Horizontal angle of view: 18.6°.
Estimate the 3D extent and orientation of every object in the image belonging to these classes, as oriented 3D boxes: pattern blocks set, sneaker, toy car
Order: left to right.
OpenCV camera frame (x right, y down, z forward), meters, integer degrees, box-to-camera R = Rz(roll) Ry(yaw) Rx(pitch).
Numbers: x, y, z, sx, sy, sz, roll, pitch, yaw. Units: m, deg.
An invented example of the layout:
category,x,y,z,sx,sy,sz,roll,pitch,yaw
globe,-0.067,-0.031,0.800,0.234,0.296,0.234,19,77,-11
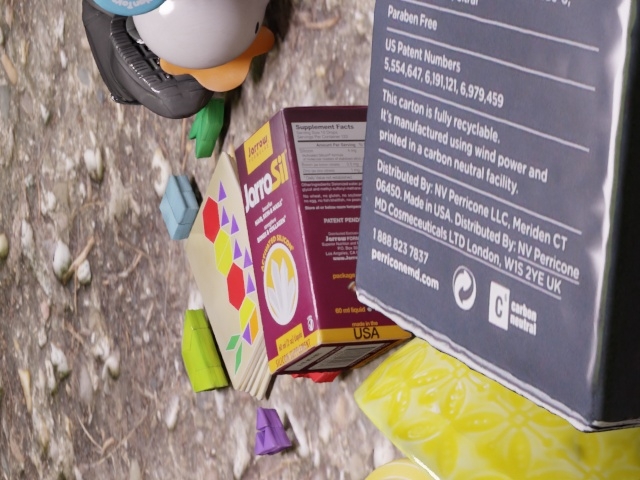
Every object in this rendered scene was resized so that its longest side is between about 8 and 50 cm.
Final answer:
category,x,y,z,sx,sy,sz,roll,pitch,yaw
sneaker,-0.157,-0.174,1.817,0.286,0.109,0.130,-119,26,-55
toy car,-0.086,-0.226,1.610,0.219,0.210,0.238,-101,-5,-46
pattern blocks set,-0.068,0.032,1.715,0.285,0.026,0.325,-57,43,50

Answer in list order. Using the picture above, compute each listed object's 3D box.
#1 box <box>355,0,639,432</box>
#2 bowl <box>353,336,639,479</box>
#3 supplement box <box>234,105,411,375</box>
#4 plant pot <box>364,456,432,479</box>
category,x,y,z,sx,sy,sz,roll,pitch,yaw
box,0.199,-0.144,0.841,0.212,0.293,0.395,27,117,61
bowl,0.175,0.111,1.019,0.156,0.289,0.289,-52,33,1
supplement box,0.000,0.000,1.509,0.104,0.081,0.188,143,121,-60
plant pot,0.029,0.274,1.297,0.254,0.239,0.254,15,107,63
